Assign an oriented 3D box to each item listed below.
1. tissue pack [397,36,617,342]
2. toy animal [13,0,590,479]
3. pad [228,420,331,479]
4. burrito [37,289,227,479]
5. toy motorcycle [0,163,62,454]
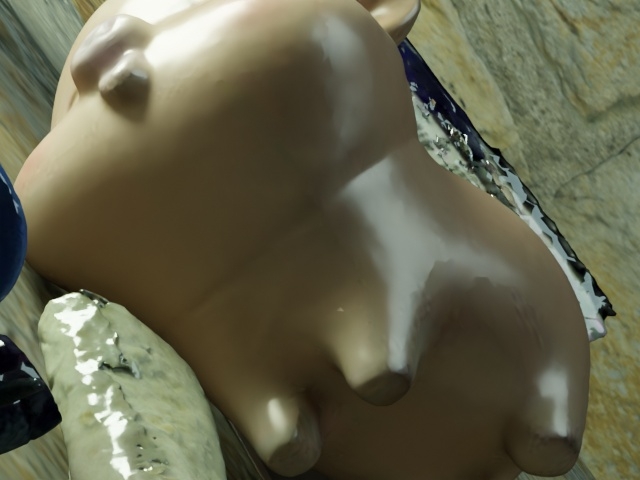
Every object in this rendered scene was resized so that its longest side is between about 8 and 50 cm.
[{"bbox_3d":[0.024,-0.002,1.098,0.332,0.123,0.245,57,-32,17],"label":"tissue pack"},{"bbox_3d":[0.000,0.000,0.846,0.326,0.237,0.269,40,18,-37],"label":"toy animal"},{"bbox_3d":[-0.049,0.083,1.049,0.266,0.002,0.176,58,9,18],"label":"pad"},{"bbox_3d":[-0.061,0.117,0.650,0.087,0.060,0.226,47,11,-40],"label":"burrito"},{"bbox_3d":[-0.150,0.012,0.394,0.212,0.125,0.358,62,8,-16],"label":"toy motorcycle"}]
